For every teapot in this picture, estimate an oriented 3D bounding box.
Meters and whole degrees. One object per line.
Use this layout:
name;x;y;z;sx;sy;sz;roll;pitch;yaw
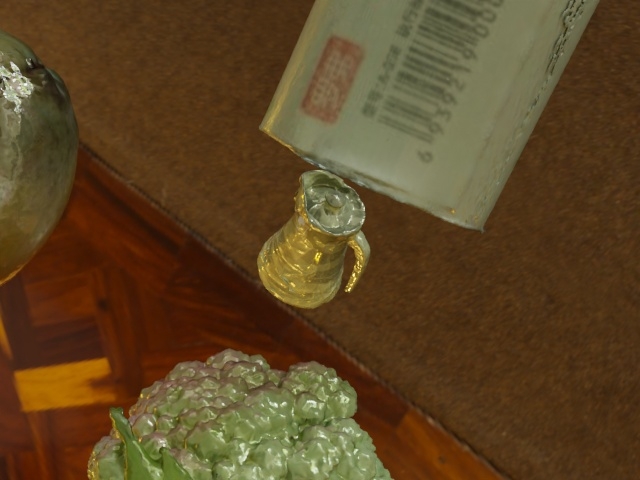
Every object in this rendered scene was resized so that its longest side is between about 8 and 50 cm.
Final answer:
teapot;0.000;0.000;0.656;0.067;0.057;0.083;36;141;11

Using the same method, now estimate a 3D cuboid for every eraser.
eraser;0.082;-0.140;0.707;0.174;0.081;0.227;23;102;-10

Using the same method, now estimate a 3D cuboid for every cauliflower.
cauliflower;-0.069;0.229;0.834;0.239;0.256;0.315;17;140;42

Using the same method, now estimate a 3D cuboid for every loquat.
loquat;-0.294;-0.064;0.880;0.179;0.179;0.227;18;86;25
